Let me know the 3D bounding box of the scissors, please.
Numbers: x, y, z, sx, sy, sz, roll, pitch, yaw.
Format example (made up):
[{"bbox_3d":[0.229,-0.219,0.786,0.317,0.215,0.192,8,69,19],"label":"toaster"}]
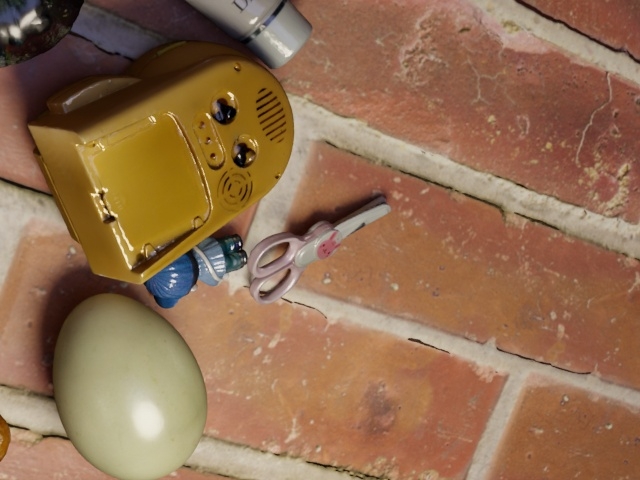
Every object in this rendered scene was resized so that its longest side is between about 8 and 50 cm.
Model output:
[{"bbox_3d":[0.000,0.000,1.756,0.242,0.030,0.118,-30,143,-23],"label":"scissors"}]

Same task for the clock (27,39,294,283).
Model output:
[{"bbox_3d":[-0.179,-0.115,1.571,0.317,0.200,0.244,-31,118,-26],"label":"clock"}]

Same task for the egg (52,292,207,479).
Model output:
[{"bbox_3d":[-0.247,0.188,1.605,0.188,0.188,0.254,-26,109,-19],"label":"egg"}]

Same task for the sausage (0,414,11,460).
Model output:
[{"bbox_3d":[-0.526,0.218,1.537,0.302,0.076,0.103,9,107,-27],"label":"sausage"}]

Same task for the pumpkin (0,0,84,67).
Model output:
[{"bbox_3d":[-0.373,-0.313,1.423,0.233,0.163,0.233,-2,99,-16],"label":"pumpkin"}]

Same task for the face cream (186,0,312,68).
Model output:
[{"bbox_3d":[-0.143,-0.350,1.587,0.314,0.089,0.143,42,82,-18],"label":"face cream"}]

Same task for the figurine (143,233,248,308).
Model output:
[{"bbox_3d":[-0.168,0.037,1.670,0.149,0.087,0.086,-16,92,-27],"label":"figurine"}]
